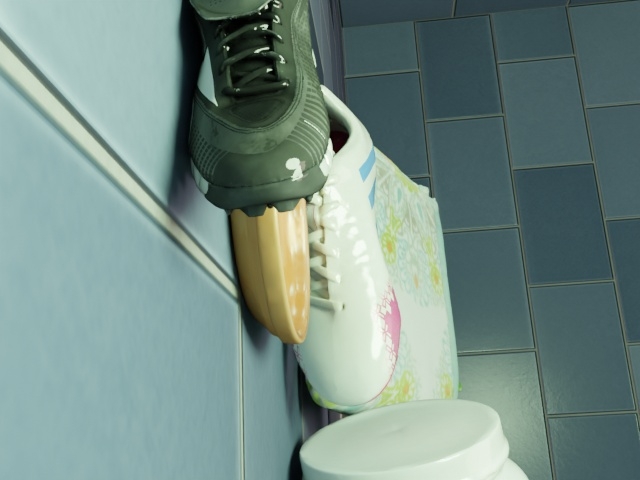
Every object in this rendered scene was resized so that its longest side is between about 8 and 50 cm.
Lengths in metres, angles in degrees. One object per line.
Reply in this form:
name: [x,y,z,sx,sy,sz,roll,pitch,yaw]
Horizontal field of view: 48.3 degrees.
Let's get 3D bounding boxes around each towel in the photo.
towel: [0.075,0.052,0.941,0.321,0.090,0.374,29,52,-52]

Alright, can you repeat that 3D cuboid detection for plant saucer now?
plant saucer: [-0.037,-0.018,0.556,0.200,0.037,0.199,-5,90,-86]

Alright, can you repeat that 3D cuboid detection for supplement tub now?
supplement tub: [0.105,0.333,0.681,0.228,0.229,0.316,-34,112,-85]

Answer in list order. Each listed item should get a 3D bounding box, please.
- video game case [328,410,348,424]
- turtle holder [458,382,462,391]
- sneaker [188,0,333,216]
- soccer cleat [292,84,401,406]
video game case: [0.031,0.249,1.211,0.193,0.023,0.212,71,15,-72]
turtle holder: [0.151,0.354,1.587,0.320,0.243,0.227,32,-60,45]
sneaker: [-0.040,-0.104,0.398,0.234,0.078,0.106,-94,174,-56]
soccer cleat: [0.001,-0.008,0.701,0.143,0.116,0.331,52,28,-52]
